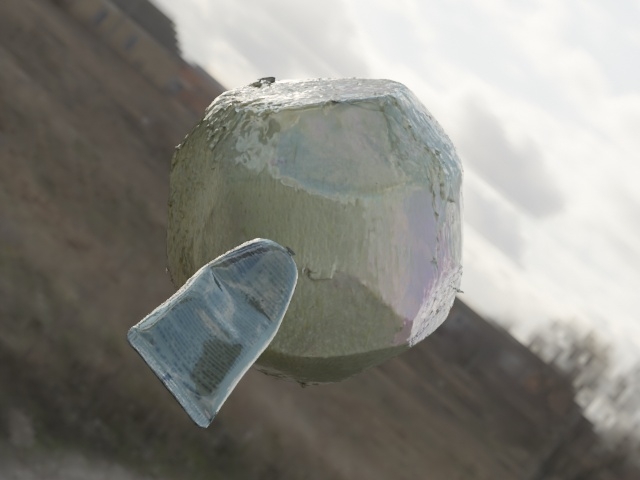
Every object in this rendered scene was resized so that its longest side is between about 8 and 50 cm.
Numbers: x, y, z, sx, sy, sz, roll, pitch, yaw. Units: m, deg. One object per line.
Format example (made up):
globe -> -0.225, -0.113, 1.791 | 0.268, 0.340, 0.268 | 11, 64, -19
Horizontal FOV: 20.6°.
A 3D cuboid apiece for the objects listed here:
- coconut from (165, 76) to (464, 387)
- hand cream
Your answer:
coconut -> -0.002, 0.000, 1.294 | 0.227, 0.230, 0.227 | -2, 13, 0
hand cream -> -0.048, 0.038, 0.867 | 0.057, 0.037, 0.165 | 50, 26, -5
